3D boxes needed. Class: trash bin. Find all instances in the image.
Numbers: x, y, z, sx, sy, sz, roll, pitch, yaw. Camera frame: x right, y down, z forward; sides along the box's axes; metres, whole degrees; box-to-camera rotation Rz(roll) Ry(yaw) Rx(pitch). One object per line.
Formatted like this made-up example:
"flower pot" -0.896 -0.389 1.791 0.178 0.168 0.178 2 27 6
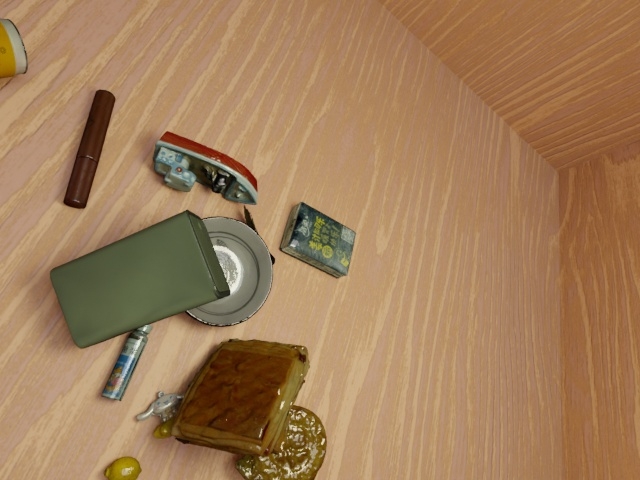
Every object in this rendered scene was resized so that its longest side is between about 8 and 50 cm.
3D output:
"trash bin" -0.425 0.094 0.965 0.343 0.158 0.223 -21 87 -6

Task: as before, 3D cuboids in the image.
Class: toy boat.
"toy boat" -0.342 -0.191 1.216 0.332 0.145 0.133 22 63 -20

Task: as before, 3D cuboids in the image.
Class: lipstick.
"lipstick" -0.629 -0.258 1.100 0.057 0.057 0.357 14 67 -30

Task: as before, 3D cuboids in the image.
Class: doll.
"doll" -0.385 0.440 1.034 0.113 0.071 0.135 39 47 4

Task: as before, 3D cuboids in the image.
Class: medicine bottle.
"medicine bottle" -0.485 0.302 1.011 0.051 0.051 0.191 28 59 -24

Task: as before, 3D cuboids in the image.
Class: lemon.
"lemon" -0.462 0.541 0.938 0.083 0.062 0.062 15 66 -32

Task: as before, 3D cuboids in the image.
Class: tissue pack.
"tissue pack" 0.000 0.000 1.427 0.257 0.081 0.185 28 60 -24

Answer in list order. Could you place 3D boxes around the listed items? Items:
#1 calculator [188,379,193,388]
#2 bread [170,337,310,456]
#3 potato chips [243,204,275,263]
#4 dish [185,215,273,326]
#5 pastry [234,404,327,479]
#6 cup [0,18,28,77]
"calculator" -0.293 0.445 1.116 0.172 0.018 0.057 50 52 -8
"bread" -0.191 0.415 1.048 0.324 0.277 0.167 -64 153 -55
"potato chips" -0.200 -0.019 1.271 0.026 0.142 0.209 -26 66 -14
"dish" -0.298 0.093 1.171 0.316 0.106 0.316 7 76 -30
"pastry" -0.100 0.590 1.140 0.240 0.132 0.235 40 65 -9
"cup" -0.868 -0.450 0.930 0.279 0.196 0.196 -30 92 -46
